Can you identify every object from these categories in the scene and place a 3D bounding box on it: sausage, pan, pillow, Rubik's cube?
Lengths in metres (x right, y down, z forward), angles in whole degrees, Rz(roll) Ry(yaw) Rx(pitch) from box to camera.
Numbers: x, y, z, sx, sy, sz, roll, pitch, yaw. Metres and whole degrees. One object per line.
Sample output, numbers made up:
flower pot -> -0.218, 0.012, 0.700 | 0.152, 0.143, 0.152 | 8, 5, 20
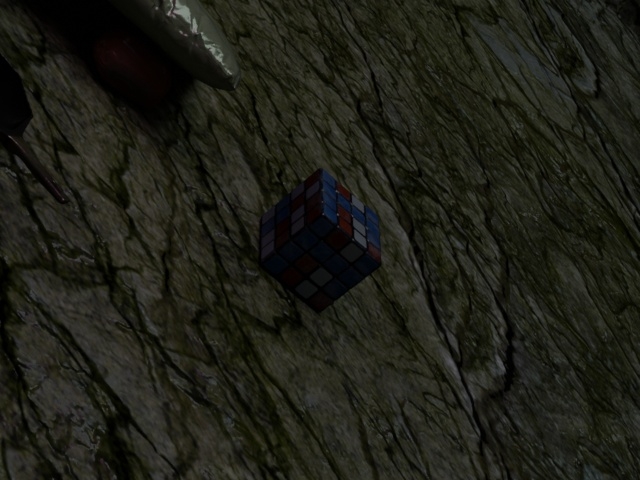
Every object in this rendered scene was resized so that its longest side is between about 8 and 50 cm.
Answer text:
sausage -> -0.191, -0.177, 1.960 | 0.094, 0.059, 0.054 | 40, 44, -32
pan -> -0.303, -0.110, 1.661 | 0.128, 0.048, 0.202 | 23, 33, -46
pillow -> -0.192, -0.276, 2.011 | 0.281, 0.076, 0.274 | 46, 2, -14
Rubik's cube -> 0.000, 0.000, 2.006 | 0.092, 0.092, 0.092 | 40, 25, -24
